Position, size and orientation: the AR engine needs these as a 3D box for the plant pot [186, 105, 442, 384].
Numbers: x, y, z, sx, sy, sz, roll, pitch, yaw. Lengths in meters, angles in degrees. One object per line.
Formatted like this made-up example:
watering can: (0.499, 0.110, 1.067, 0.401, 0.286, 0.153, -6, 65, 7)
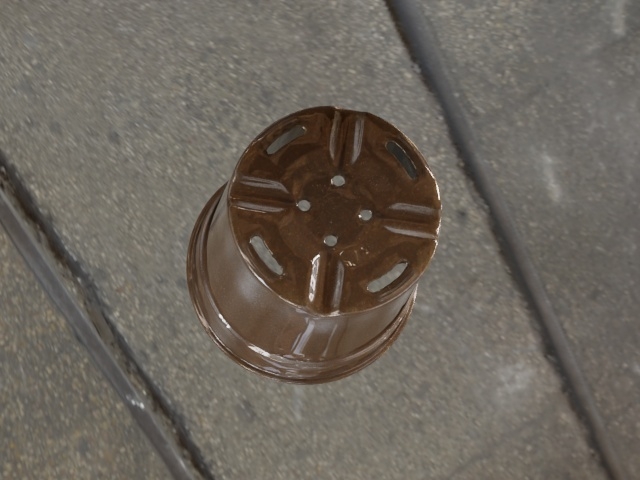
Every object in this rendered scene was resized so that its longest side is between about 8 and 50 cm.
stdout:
plant pot: (0.000, 0.000, 0.696, 0.166, 0.165, 0.167, 2, 76, -8)
